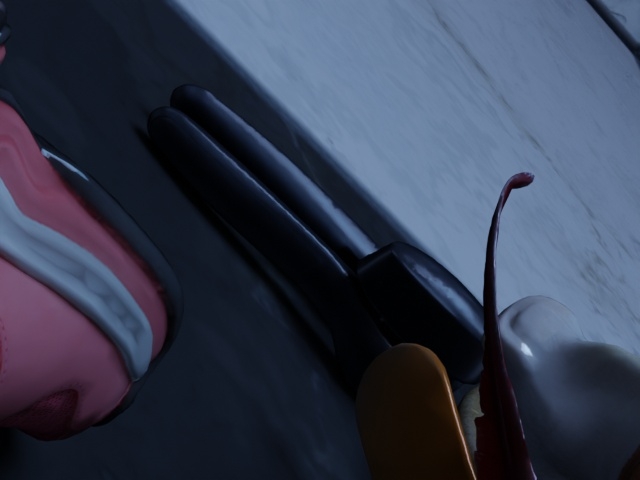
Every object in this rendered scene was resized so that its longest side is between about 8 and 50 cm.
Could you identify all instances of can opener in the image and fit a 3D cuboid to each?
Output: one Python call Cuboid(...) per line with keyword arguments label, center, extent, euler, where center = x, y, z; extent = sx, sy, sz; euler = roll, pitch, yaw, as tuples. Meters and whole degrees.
Cuboid(label="can opener", center=(0.000, 0.000, 0.801), extent=(0.186, 0.073, 0.059), euler=(43, 25, 2))

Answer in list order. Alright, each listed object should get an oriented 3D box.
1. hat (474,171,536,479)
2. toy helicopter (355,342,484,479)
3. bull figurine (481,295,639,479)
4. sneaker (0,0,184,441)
Cuboid(label="hat", center=(0.044, 0.087, 0.443), extent=(0.208, 0.184, 0.173), euler=(31, 9, 39))
Cuboid(label="toy helicopter", center=(0.129, 0.164, 0.656), extent=(0.235, 0.140, 0.355), euler=(24, 22, -27))
Cuboid(label="bull figurine", center=(0.139, 0.112, 0.501), extent=(0.188, 0.101, 0.310), euler=(101, -27, -50))
Cuboid(label="sneaker", center=(-0.128, 0.003, 0.403), extent=(0.116, 0.136, 0.314), euler=(39, -10, 17))
